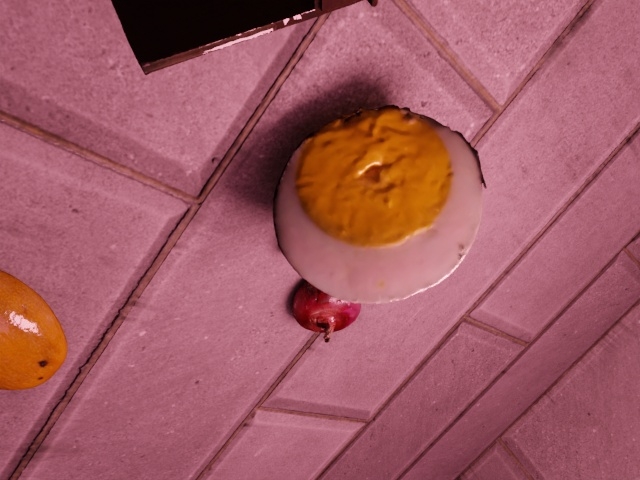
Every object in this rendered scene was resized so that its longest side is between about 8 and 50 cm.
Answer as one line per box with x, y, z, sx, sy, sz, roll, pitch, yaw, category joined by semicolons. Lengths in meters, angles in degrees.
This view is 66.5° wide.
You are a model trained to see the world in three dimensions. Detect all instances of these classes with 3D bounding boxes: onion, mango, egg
0.018;0.154;1.019;0.149;0.140;0.150;-5;123;-7;onion
-0.491;0.132;0.726;0.157;0.109;0.262;-30;132;-1;mango
0.096;-0.050;0.828;0.337;0.337;0.201;-37;170;0;egg

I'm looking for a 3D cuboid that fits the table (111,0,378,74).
-0.099;-0.348;0.468;0.281;0.196;0.251;-24;157;-12;table
